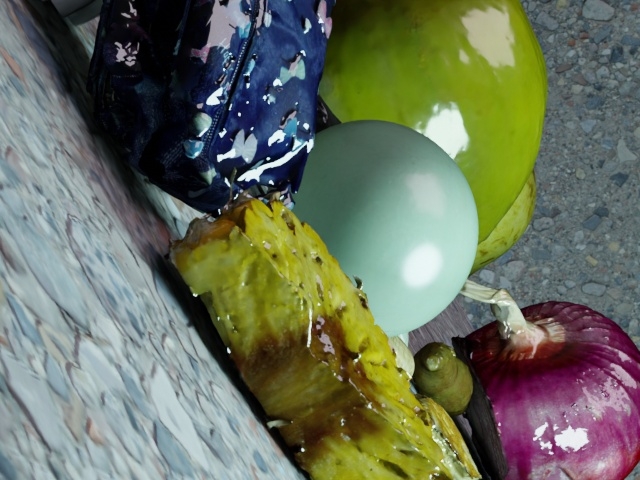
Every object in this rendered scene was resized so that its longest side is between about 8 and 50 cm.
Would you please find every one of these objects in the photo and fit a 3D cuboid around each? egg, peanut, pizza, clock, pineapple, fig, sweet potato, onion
[{"bbox_3d":[0.037,-0.009,1.131,0.168,0.168,0.231,59,3,-2],"label":"egg"},{"bbox_3d":[0.047,0.096,1.259,0.113,0.054,0.054,46,14,-51],"label":"peanut"},{"bbox_3d":[0.109,0.189,1.370,0.099,0.035,0.160,60,7,13],"label":"pizza"},{"bbox_3d":[-0.165,-0.176,0.914,0.087,0.041,0.129,61,0,-13],"label":"clock"},{"bbox_3d":[-0.006,0.058,0.869,0.233,0.079,0.135,58,6,-19],"label":"pineapple"},{"bbox_3d":[0.093,-0.136,1.581,0.343,0.343,0.343,58,6,-10],"label":"fig"},{"bbox_3d":[0.138,0.161,1.633,0.067,0.067,0.274,61,0,21],"label":"sweet potato"},{"bbox_3d":[0.289,0.194,1.754,0.272,0.230,0.256,94,-19,-58],"label":"onion"}]

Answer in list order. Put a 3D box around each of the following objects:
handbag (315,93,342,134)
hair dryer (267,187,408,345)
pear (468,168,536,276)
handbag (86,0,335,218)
[{"bbox_3d":[-0.059,-0.138,1.290,0.223,0.080,0.247,51,5,13],"label":"handbag"},{"bbox_3d":[0.000,0.000,1.366,0.237,0.075,0.206,52,-7,23],"label":"hair dryer"},{"bbox_3d":[0.154,-0.076,1.971,0.284,0.283,0.283,58,6,-10],"label":"pear"},{"bbox_3d":[-0.067,-0.144,0.907,0.162,0.113,0.260,45,48,-58],"label":"handbag"}]
